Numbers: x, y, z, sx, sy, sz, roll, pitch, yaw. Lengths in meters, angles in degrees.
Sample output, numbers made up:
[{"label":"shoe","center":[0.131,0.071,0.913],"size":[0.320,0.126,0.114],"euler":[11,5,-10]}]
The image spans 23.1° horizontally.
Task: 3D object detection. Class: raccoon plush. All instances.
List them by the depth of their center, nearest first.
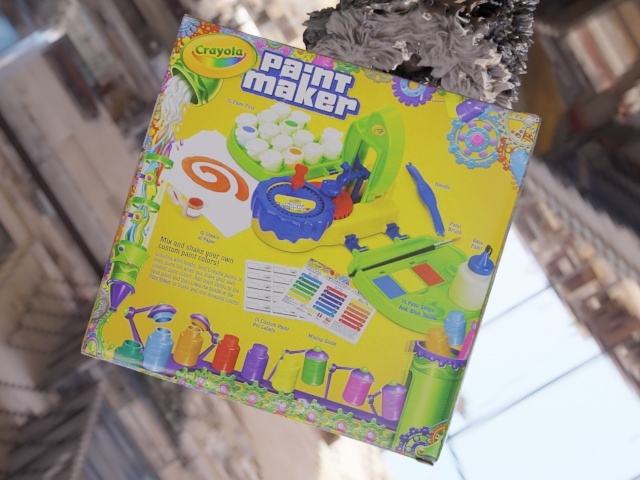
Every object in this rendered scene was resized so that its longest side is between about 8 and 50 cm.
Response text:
[{"label":"raccoon plush","center":[0.168,-0.307,1.585],"size":[0.446,0.216,0.299],"euler":[-35,-150,50]}]

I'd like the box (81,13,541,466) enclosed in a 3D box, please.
[{"label":"box","center":[0.000,0.000,1.271],"size":[0.177,0.290,0.279],"euler":[20,88,-83]}]
